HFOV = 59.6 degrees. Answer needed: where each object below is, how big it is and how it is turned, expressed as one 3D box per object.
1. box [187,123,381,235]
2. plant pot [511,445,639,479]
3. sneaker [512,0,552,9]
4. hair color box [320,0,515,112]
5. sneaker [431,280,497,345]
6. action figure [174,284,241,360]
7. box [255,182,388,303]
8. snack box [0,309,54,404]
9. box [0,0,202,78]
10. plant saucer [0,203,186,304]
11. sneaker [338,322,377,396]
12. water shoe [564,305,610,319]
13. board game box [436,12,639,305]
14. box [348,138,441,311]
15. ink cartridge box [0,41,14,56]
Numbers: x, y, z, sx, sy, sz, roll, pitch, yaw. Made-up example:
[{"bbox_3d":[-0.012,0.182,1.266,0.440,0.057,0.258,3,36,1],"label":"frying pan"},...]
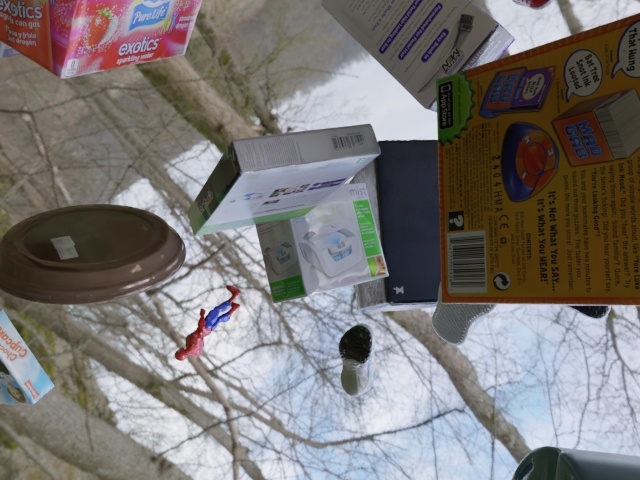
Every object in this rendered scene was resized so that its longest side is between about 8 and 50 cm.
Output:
[{"bbox_3d":[-0.077,-0.093,0.937,0.232,0.058,0.322,-12,169,-27],"label":"box"},{"bbox_3d":[0.482,0.469,0.837,0.334,0.341,0.341,13,-147,-4],"label":"plant pot"},{"bbox_3d":[0.412,-0.502,1.125,0.042,0.067,0.118,-59,-147,11],"label":"sneaker"},{"bbox_3d":[0.175,-0.418,1.064,0.110,0.339,0.185,-2,138,-53],"label":"hair color box"},{"bbox_3d":[0.363,0.108,1.319,0.150,0.135,0.366,-45,163,-28],"label":"sneaker"},{"bbox_3d":[-0.127,0.095,0.623,0.030,0.038,0.115,21,-145,9],"label":"action figure"},{"bbox_3d":[0.000,0.000,1.250,0.262,0.231,0.127,-8,173,-43],"label":"box"},{"bbox_3d":[-0.699,0.245,1.142,0.322,0.187,0.060,-11,-157,33],"label":"snack box"},{"bbox_3d":[-0.251,-0.289,0.653,0.128,0.122,0.257,-61,176,29],"label":"box"},{"bbox_3d":[-0.343,0.007,0.838,0.278,0.041,0.278,5,-154,-2],"label":"plant saucer"},{"bbox_3d":[0.092,0.261,1.261,0.085,0.237,0.086,32,-130,27],"label":"sneaker"},{"bbox_3d":[0.544,0.112,1.260,0.073,0.203,0.080,-59,167,9],"label":"water shoe"},{"bbox_3d":[0.428,-0.081,0.855,0.356,0.356,0.356,-6,-98,46],"label":"board game box"},{"bbox_3d":[0.278,-0.022,1.805,0.297,0.480,0.472,-3,171,-6],"label":"box"},{"bbox_3d":[-0.525,-0.465,0.848,0.071,0.330,0.324,-22,-159,-25],"label":"ink cartridge box"}]
